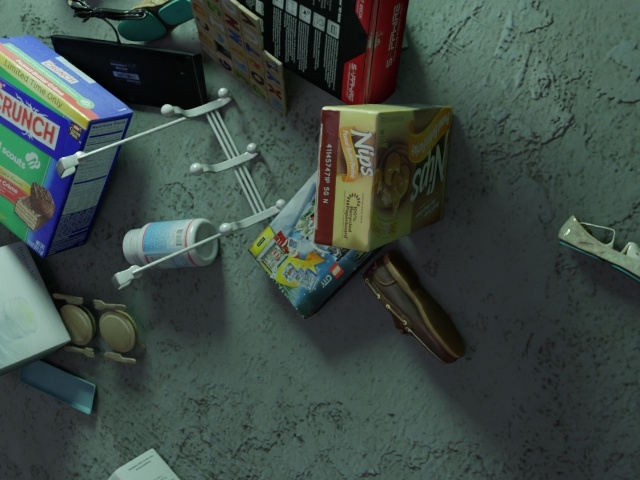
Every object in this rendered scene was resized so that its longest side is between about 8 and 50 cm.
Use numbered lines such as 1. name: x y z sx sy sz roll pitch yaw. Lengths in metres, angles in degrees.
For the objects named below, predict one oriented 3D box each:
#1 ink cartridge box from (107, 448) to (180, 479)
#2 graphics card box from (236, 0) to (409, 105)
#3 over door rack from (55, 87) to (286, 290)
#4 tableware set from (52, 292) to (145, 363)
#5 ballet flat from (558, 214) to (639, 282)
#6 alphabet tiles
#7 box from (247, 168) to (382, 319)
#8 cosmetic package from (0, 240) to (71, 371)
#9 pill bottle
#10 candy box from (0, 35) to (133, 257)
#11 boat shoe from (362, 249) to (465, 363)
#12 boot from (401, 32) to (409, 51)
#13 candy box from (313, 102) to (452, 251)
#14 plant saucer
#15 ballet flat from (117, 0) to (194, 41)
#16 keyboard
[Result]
1. ink cartridge box: -0.314 0.583 1.679 0.289 0.121 0.211 46 114 12
2. graphics card box: -0.035 -0.378 1.321 0.371 0.094 0.232 33 139 28
3. over door rack: -0.246 -0.090 1.466 0.324 0.108 0.239 -26 86 -10
4. tableware set: -0.426 0.165 1.709 0.194 0.039 0.128 6 113 29
5. ballet flat: 0.427 0.015 1.274 0.168 0.057 0.052 29 100 18
6. alphabet tiles: -0.133 -0.314 1.407 0.198 0.237 0.009 39 74 15
7. box: 0.000 0.000 1.460 0.159 0.044 0.233 50 123 10
8. cosmetic package: -0.643 0.148 1.692 0.138 0.225 0.224 -30 86 45
9. pill bottle: -0.271 0.008 1.583 0.160 0.087 0.087 -3 97 26
10. candy box: -0.522 -0.173 1.631 0.268 0.122 0.317 37 120 15
11. boat shoe: 0.148 0.115 1.414 0.073 0.073 0.207 -42 73 26
12. boot: 0.030 -0.374 1.394 0.190 0.076 0.208 -10 103 33
13. candy box: 0.098 -0.101 1.261 0.088 0.316 0.182 10 103 23
14. plant saucer: -0.534 0.289 1.794 0.192 0.018 0.067 19 106 22
15. ballet flat: -0.269 -0.399 1.526 0.206 0.067 0.073 -6 139 37
16. keyboard: -0.346 -0.334 1.561 0.317 0.033 0.201 12 133 23
